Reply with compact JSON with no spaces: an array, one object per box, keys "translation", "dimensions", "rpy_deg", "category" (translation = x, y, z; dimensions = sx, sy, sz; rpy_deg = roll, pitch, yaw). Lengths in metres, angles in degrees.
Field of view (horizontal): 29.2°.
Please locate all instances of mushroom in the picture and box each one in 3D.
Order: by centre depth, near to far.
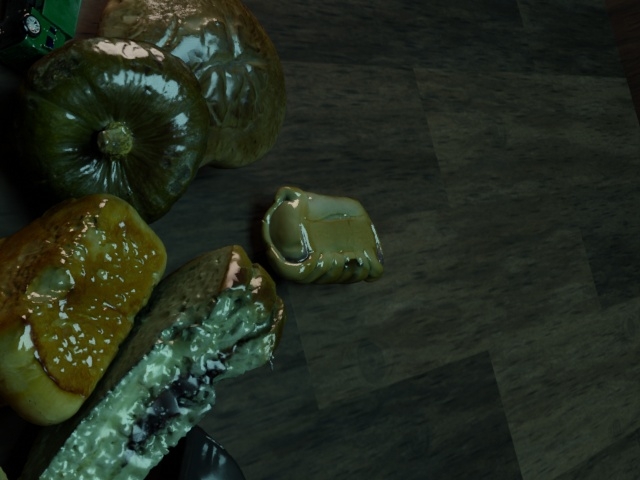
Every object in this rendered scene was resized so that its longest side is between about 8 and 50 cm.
[{"translation":[-0.156,-0.204,1.516],"dimensions":[0.278,0.146,0.278],"rpy_deg":[15,69,-44],"category":"mushroom"}]

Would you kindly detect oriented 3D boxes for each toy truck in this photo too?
[{"translation":[-0.321,-0.259,1.384],"dimensions":[0.079,0.065,0.147],"rpy_deg":[38,46,-44],"category":"toy truck"}]

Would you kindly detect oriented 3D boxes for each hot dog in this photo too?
[{"translation":[-0.273,0.070,1.232],"dimensions":[0.150,0.153,0.256],"rpy_deg":[57,38,-28],"category":"hot dog"}]

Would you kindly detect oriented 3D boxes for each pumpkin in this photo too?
[{"translation":[-0.225,-0.120,1.327],"dimensions":[0.219,0.219,0.162],"rpy_deg":[59,-4,-19],"category":"pumpkin"}]

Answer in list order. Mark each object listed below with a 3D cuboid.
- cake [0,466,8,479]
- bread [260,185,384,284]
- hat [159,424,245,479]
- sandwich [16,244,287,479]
[{"translation":[-0.377,0.292,0.936],"dimensions":[0.286,0.222,0.227],"rpy_deg":[-41,110,-43],"category":"cake"},{"translation":[0.000,0.000,1.699],"dimensions":[0.225,0.081,0.134],"rpy_deg":[5,67,-51],"category":"bread"},{"translation":[-0.181,0.344,1.269],"dimensions":[0.238,0.209,0.336],"rpy_deg":[58,16,-50],"category":"hat"},{"translation":[-0.165,0.145,1.223],"dimensions":[0.099,0.254,0.288],"rpy_deg":[52,29,-22],"category":"sandwich"}]
